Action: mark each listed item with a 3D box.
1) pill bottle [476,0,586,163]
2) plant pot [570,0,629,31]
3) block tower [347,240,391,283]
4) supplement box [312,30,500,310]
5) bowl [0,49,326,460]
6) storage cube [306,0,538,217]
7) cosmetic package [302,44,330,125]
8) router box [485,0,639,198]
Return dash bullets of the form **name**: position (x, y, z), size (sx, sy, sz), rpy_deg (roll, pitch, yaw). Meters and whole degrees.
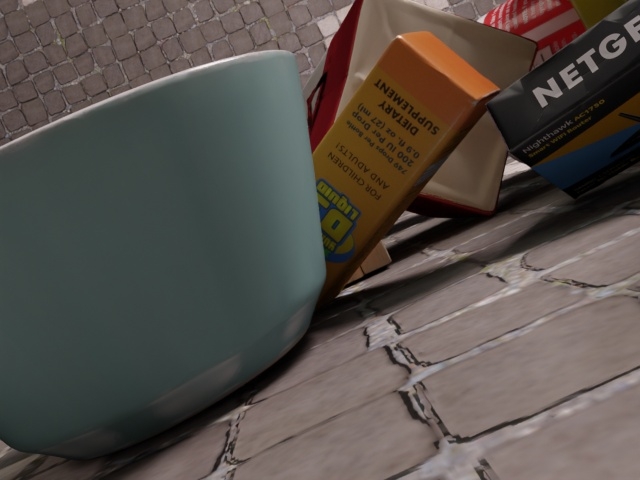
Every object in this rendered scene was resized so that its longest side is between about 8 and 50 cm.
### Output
- **pill bottle**: position (0.340, -0.237, 0.937), size (0.407, 0.229, 0.229), rpy_deg (-22, 3, 39)
- **plant pot**: position (0.286, -0.264, 0.548), size (0.207, 0.228, 0.227), rpy_deg (-23, 41, 31)
- **block tower**: position (0.000, 0.000, 0.813), size (0.090, 0.097, 0.335), rpy_deg (-25, 0, -3)
- **supplement box**: position (0.031, -0.044, 0.556), size (0.233, 0.078, 0.080), rpy_deg (-54, -10, 31)
- **bowl**: position (-0.119, 0.023, 0.462), size (0.311, 0.163, 0.311), rpy_deg (-27, 5, 2)
- **storage cube**: position (0.095, -0.135, 0.776), size (0.214, 0.184, 0.193), rpy_deg (16, -1, -8)
- **cosmetic package**: position (0.029, -0.137, 1.177), size (0.217, 0.156, 0.385), rpy_deg (-23, -23, -53)
- **router box**: position (0.219, -0.107, 0.482), size (0.179, 0.046, 0.133), rpy_deg (-36, -31, 27)
